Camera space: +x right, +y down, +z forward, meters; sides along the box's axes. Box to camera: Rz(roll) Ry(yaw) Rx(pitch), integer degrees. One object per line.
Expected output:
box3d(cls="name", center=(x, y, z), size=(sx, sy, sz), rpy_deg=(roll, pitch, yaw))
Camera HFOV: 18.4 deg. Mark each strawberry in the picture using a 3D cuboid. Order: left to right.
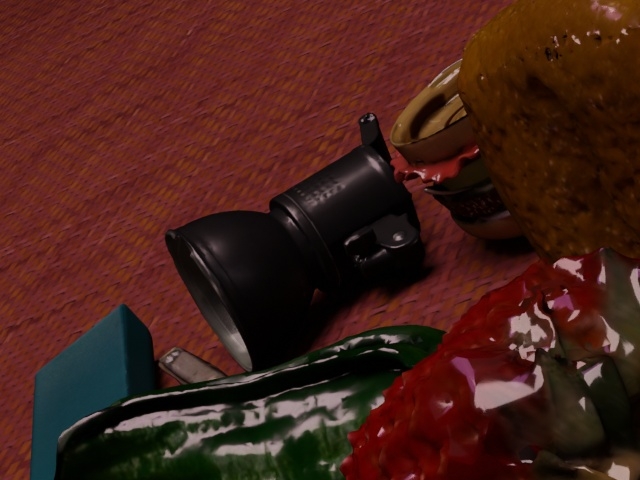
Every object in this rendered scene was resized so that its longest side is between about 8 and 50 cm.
box3d(cls="strawberry", center=(0.123, 0.173, 1.037), size=(0.351, 0.267, 0.312), rpy_deg=(-38, 29, 62))

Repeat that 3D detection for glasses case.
box3d(cls="glasses case", center=(-0.193, 0.168, 1.733), size=(0.117, 0.070, 0.301), rpy_deg=(-37, 23, 9))

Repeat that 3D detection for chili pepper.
box3d(cls="chili pepper", center=(-0.044, 0.191, 1.326), size=(0.385, 0.213, 0.167), rpy_deg=(-26, -19, 11))

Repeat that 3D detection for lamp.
box3d(cls="lamp", center=(0.000, 0.000, 1.733), size=(0.227, 0.147, 0.172), rpy_deg=(-31, 34, -12))

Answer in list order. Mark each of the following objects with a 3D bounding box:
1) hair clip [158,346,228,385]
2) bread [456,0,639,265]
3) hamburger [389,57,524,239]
box3d(cls="hair clip", center=(-0.039, 0.141, 1.555), size=(0.106, 0.084, 0.292), rpy_deg=(-38, 26, -21))
box3d(cls="bread", center=(0.248, -0.023, 1.105), size=(0.148, 0.328, 0.337), rpy_deg=(-34, 9, -36))
box3d(cls="hamburger", center=(0.154, -0.077, 1.640), size=(0.175, 0.137, 0.175), rpy_deg=(-34, 20, 14))
